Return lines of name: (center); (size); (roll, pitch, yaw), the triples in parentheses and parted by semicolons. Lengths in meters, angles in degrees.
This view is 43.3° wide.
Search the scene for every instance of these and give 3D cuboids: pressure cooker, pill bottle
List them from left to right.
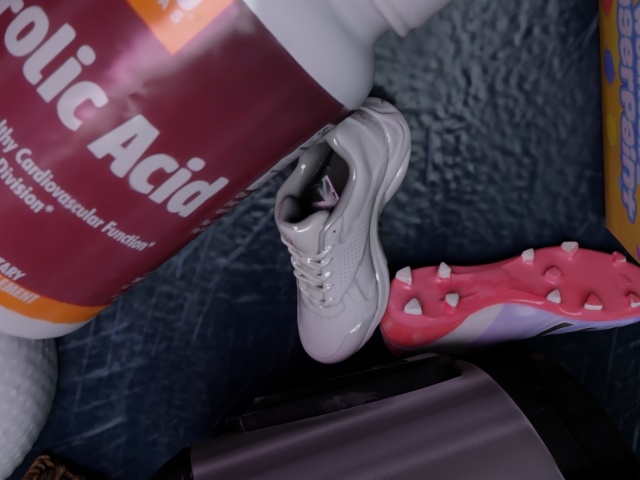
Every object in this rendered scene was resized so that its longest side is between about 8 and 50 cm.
pill bottle: (-0.104, -0.127, 0.549); (0.392, 0.224, 0.224); (-37, 110, 14)
pressure cooker: (0.104, 0.290, 0.652); (0.420, 0.370, 0.376); (-16, 114, -9)

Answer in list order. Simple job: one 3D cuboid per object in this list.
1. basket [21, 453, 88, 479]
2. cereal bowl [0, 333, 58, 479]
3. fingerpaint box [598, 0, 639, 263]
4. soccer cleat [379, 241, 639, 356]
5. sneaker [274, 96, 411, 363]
basket: (-0.260, 0.406, 0.776); (0.223, 0.213, 0.299); (30, 109, -6)
cereal bowl: (-0.415, 0.127, 0.700); (0.338, 0.141, 0.339); (0, 114, 0)
fingerpaint box: (0.396, -0.212, 0.558); (0.370, 0.163, 0.445); (-11, 113, 2)
soccer cleat: (0.175, 0.060, 0.729); (0.247, 0.083, 0.095); (-4, 143, -5)
sneaker: (0.000, 0.000, 0.659); (0.090, 0.115, 0.232); (17, 111, 33)
